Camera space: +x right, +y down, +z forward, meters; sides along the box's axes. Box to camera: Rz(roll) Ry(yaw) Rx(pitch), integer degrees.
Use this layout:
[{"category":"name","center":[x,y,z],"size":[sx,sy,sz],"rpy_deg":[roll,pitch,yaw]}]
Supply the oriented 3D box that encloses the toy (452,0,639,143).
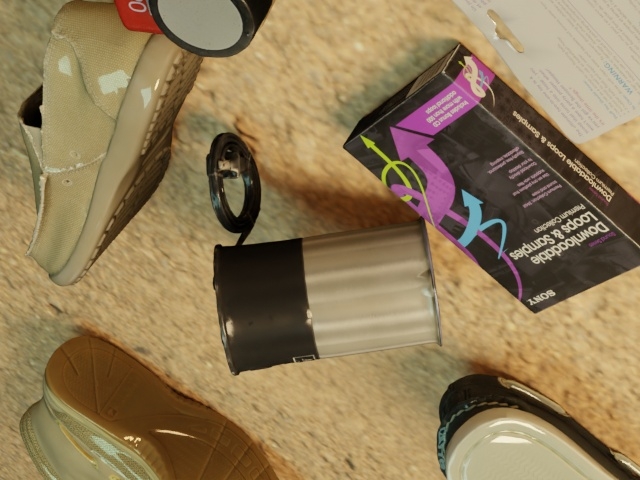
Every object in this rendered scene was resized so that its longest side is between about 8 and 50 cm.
[{"category":"toy","center":[0.159,-0.144,0.614],"size":[0.137,0.056,0.237],"rpy_deg":[47,141,-14]}]

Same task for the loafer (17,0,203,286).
[{"category":"loafer","center":[-0.151,-0.068,0.962],"size":[0.092,0.102,0.268],"rpy_deg":[34,139,1]}]

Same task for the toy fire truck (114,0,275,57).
[{"category":"toy fire truck","center":[-0.133,-0.221,0.712],"size":[0.246,0.158,0.217],"rpy_deg":[8,142,19]}]

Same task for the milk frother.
[{"category":"milk frother","center":[0.000,0.000,0.923],"size":[0.135,0.129,0.143],"rpy_deg":[-8,106,2]}]

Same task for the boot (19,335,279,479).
[{"category":"boot","center":[-0.160,0.214,1.345],"size":[0.262,0.095,0.203],"rpy_deg":[37,148,-2]}]

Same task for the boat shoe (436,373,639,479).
[{"category":"boat shoe","center":[0.198,0.202,1.020],"size":[0.114,0.091,0.302],"rpy_deg":[-38,110,11]}]

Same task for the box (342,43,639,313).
[{"category":"box","center":[0.104,-0.030,0.842],"size":[0.162,0.029,0.116],"rpy_deg":[39,148,-11]}]
